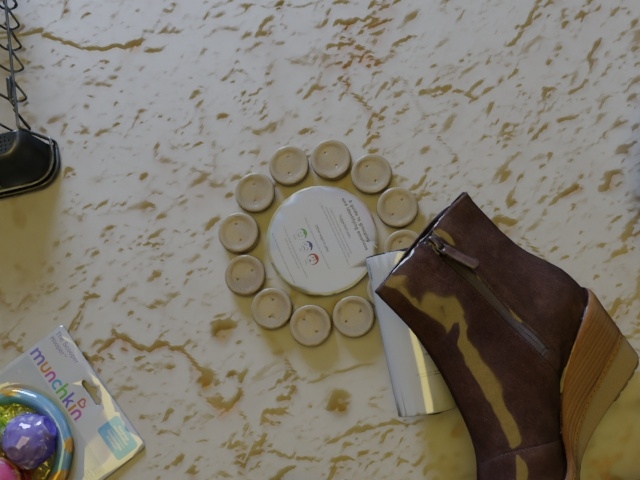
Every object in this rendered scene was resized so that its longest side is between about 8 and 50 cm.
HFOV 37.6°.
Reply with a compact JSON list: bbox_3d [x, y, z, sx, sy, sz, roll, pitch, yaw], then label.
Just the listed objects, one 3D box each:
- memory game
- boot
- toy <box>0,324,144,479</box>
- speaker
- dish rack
[{"bbox_3d":[0.000,0.000,0.829,0.186,0.012,0.186,-1,79,7],"label":"memory game"},{"bbox_3d":[0.117,0.108,0.730,0.207,0.090,0.248,40,66,-3],"label":"boot"},{"bbox_3d":[-0.288,0.195,0.804,0.237,0.056,0.137,-38,79,-1],"label":"toy"},{"bbox_3d":[0.077,0.075,0.774,0.055,0.055,0.136,-13,86,4],"label":"speaker"},{"bbox_3d":[-0.367,-0.167,0.878,0.208,0.074,0.272,-11,76,3],"label":"dish rack"}]
